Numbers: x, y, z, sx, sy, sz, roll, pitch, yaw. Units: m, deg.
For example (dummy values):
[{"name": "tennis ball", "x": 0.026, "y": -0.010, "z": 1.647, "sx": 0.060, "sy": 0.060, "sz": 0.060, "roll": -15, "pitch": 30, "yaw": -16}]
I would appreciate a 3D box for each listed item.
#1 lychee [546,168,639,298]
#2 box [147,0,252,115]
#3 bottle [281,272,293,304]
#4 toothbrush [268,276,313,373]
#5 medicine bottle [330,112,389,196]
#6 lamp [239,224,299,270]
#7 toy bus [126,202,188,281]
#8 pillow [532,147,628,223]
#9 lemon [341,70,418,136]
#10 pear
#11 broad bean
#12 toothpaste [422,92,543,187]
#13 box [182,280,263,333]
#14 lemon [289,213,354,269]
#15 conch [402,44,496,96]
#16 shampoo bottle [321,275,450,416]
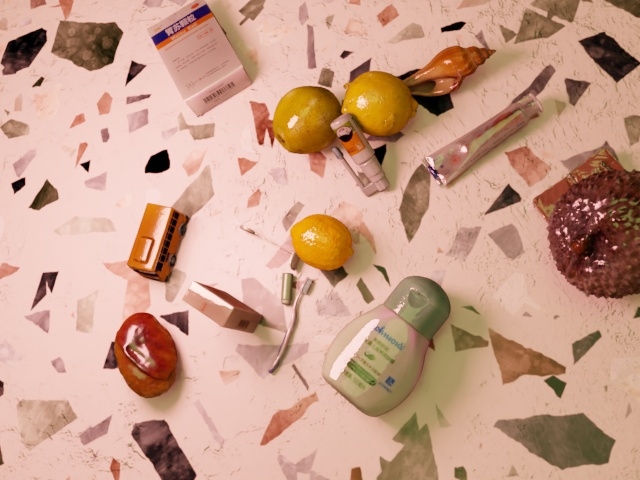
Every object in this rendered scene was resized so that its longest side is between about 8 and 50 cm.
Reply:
[{"name": "lychee", "x": 0.656, "y": -0.017, "z": 1.437, "sx": 0.300, "sy": 0.300, "sz": 0.300, "roll": -4, "pitch": 74, "yaw": 13}, {"name": "box", "x": -0.362, "y": -0.551, "z": 1.927, "sx": 0.200, "sy": 0.106, "sz": 0.299, "roll": -30, "pitch": 71, "yaw": 3}, {"name": "bottle", "x": -0.089, "y": 0.128, "z": 1.708, "sx": 0.030, "sy": 0.030, "sz": 0.083, "roll": 0, "pitch": 76, "yaw": 14}, {"name": "toothbrush", "x": -0.079, "y": 0.221, "z": 1.685, "sx": 0.027, "sy": 0.021, "sz": 0.269, "roll": 18, "pitch": 80, "yaw": 24}, {"name": "medicine bottle", "x": 0.096, "y": -0.221, "z": 1.692, "sx": 0.092, "sy": 0.061, "sz": 0.220, "roll": -31, "pitch": 107, "yaw": 16}, {"name": "lamp", "x": -0.142, "y": 0.015, "z": 1.743, "sx": 0.198, "sy": 0.050, "sz": 0.056, "roll": 26, "pitch": 84, "yaw": 19}, {"name": "toy bus", "x": -0.454, "y": 0.005, "z": 1.791, "sx": 0.098, "sy": 0.114, "sz": 0.201, "roll": 12, "pitch": 78, "yaw": 18}, {"name": "pillow", "x": 0.645, "y": -0.115, "z": 1.583, "sx": 0.232, "sy": 0.043, "sz": 0.126, "roll": -37, "pitch": 72, "yaw": 2}, {"name": "lemon", "x": 0.157, "y": -0.361, "z": 1.709, "sx": 0.206, "sy": 0.173, "sz": 0.173, "roll": 8, "pitch": 76, "yaw": 2}, {"name": "pear", "x": -0.038, "y": -0.328, "z": 1.739, "sx": 0.198, "sy": 0.198, "sz": 0.198, "roll": -4, "pitch": 74, "yaw": 13}, {"name": "broad bean", "x": -0.461, "y": 0.304, "z": 1.708, "sx": 0.156, "sy": 0.122, "sz": 0.228, "roll": -20, "pitch": 75, "yaw": -19}, {"name": "toothpaste", "x": 0.423, "y": -0.264, "z": 1.674, "sx": 0.323, "sy": 0.066, "sz": 0.100, "roll": -34, "pitch": 70, "yaw": 8}, {"name": "box", "x": -0.246, "y": 0.173, "z": 1.645, "sx": 0.141, "sy": 0.201, "sz": 0.058, "roll": 30, "pitch": 88, "yaw": 21}, {"name": "lemon", "x": 0.000, "y": 0.000, "z": 1.664, "sx": 0.187, "sy": 0.142, "sz": 0.142, "roll": 24, "pitch": 82, "yaw": 25}, {"name": "conch", "x": 0.314, "y": -0.451, "z": 1.743, "sx": 0.330, "sy": 0.109, "sz": 0.093, "roll": -15, "pitch": 32, "yaw": 31}, {"name": "shampoo bottle", "x": 0.172, "y": 0.239, "z": 1.548, "sx": 0.222, "sy": 0.151, "sz": 0.349, "roll": 38, "pitch": 86, "yaw": 22}]
